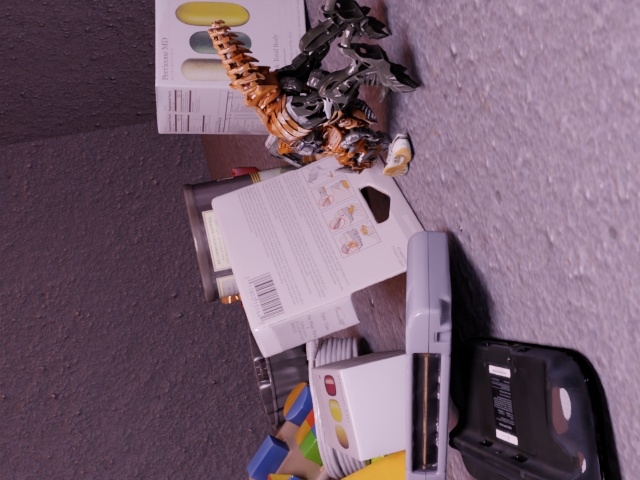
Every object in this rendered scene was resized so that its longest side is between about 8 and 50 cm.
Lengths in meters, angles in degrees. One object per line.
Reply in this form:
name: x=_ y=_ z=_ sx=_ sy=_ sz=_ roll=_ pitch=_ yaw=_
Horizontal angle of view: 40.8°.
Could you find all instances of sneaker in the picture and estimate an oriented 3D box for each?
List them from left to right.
sneaker: x=0.104 y=-0.114 z=1.151 sx=0.083 sy=0.032 sz=0.036 roll=119 pitch=152 yaw=-65

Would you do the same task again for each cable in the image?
cable: x=0.042 y=0.302 z=1.569 sx=0.257 sy=0.089 sz=0.257 roll=70 pitch=-167 yaw=-64

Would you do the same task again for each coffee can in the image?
coffee can: x=-0.078 y=-0.021 z=1.451 sx=0.201 sy=0.276 sz=0.201 roll=168 pitch=90 yaw=-81

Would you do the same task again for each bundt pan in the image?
bundt pan: x=-0.103 y=0.334 z=2.312 sx=0.331 sy=0.124 sz=0.330 roll=168 pitch=90 yaw=-79

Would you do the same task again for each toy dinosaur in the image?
toy dinosaur: x=-0.005 y=-0.182 z=1.090 sx=0.322 sy=0.218 sz=0.164 roll=3 pitch=-129 yaw=-60

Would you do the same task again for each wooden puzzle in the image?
wooden puzzle: x=-0.053 y=0.447 z=1.846 sx=0.322 sy=0.081 sz=0.348 roll=-57 pitch=17 yaw=4

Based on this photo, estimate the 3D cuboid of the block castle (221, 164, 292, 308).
block castle: x=-0.142 y=0.006 z=1.968 sx=0.453 sy=0.213 sz=0.302 roll=155 pitch=103 yaw=-78

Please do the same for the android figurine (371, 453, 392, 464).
android figurine: x=0.144 y=0.464 z=1.441 sx=0.273 sy=0.056 sz=0.248 roll=113 pitch=144 yaw=-67

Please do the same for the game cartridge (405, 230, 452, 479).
game cartridge: x=0.130 y=0.149 z=1.053 sx=0.198 sy=0.062 sz=0.297 roll=-87 pitch=-5 yaw=-59

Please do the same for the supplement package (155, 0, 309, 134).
supplement package: x=-0.167 y=-0.322 z=1.571 sx=0.198 sy=0.263 sz=0.199 roll=118 pitch=150 yaw=-71

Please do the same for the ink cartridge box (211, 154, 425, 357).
ink cartridge box: x=0.000 y=0.000 z=1.217 sx=0.296 sy=0.261 sz=0.066 roll=-114 pitch=4 yaw=-48

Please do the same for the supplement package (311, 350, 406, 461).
supplement package: x=0.082 y=0.247 z=1.326 sx=0.244 sy=0.134 sz=0.138 roll=139 pitch=119 yaw=-76

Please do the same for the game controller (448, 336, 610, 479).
game controller: x=0.208 y=0.189 z=0.900 sx=0.319 sy=0.067 sz=0.166 roll=165 pitch=108 yaw=-78

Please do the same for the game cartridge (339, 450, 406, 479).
game cartridge: x=0.113 y=0.508 z=1.311 sx=0.285 sy=0.053 sz=0.323 roll=-39 pitch=56 yaw=40

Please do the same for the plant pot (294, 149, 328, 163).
plant pot: x=-0.013 y=-0.146 z=1.655 sx=0.236 sy=0.033 sz=0.236 roll=168 pitch=90 yaw=-78
